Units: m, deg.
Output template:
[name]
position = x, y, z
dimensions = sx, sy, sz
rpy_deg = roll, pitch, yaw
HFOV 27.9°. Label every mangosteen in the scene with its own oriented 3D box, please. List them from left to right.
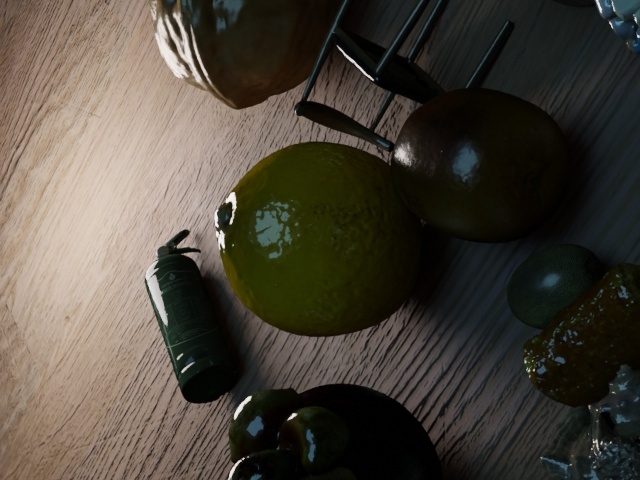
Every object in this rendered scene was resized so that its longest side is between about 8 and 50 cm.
[mangosteen]
position = 0.005, 0.331, 1.638
dimensions = 0.300, 0.300, 0.300
rpy_deg = -16, 68, 47

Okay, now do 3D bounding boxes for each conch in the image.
[conch]
position = 0.332, 0.256, 1.369
dimensions = 0.178, 0.163, 0.245
rpy_deg = -13, 87, 20

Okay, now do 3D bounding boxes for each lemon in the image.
[lemon]
position = 0.001, 0.000, 1.737
dimensions = 0.293, 0.293, 0.293
rpy_deg = -16, 68, 47

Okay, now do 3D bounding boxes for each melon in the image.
[melon]
position = 0.278, 0.056, 1.530
dimensions = 0.131, 0.098, 0.098
rpy_deg = -39, 53, 43

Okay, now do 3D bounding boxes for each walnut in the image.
[walnut]
position = -0.113, -0.370, 1.970
dimensions = 0.306, 0.306, 0.344
rpy_deg = 1, 88, 50

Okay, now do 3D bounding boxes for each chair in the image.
[chair]
position = 0.102, -0.236, 1.756
dimensions = 0.272, 0.188, 0.166
rpy_deg = -58, 42, 17

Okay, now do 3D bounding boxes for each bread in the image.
[bread]
position = 0.325, 0.110, 1.444
dimensions = 0.172, 0.132, 0.103
rpy_deg = -47, 36, 36

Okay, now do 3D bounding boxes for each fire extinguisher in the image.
[fire extinguisher]
position = -0.218, 0.113, 2.119
dimensions = 0.114, 0.095, 0.311
rpy_deg = -22, 54, -6

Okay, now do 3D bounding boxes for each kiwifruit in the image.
[kiwifruit]
position = 0.192, -0.095, 1.603
dimensions = 0.234, 0.196, 0.196
rpy_deg = 19, 95, 50

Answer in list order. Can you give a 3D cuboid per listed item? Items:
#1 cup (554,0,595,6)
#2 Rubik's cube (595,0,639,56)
[cup]
position = 0.239, -0.435, 1.568
dimensions = 0.208, 0.273, 0.288
rpy_deg = -54, 44, 27
[Rubik's cube]
position = 0.456, -0.362, 1.228
dimensions = 0.351, 0.352, 0.347
rpy_deg = -36, 55, 42
